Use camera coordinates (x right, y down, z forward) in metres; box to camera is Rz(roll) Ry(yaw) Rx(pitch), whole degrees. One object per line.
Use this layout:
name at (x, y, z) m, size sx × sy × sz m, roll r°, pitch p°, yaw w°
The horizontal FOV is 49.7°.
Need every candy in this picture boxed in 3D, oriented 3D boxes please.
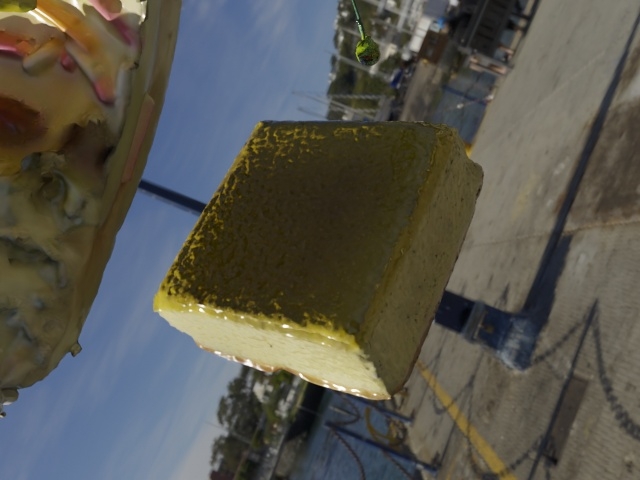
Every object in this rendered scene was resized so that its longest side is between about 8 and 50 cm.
candy at (0.057, -0.310, 0.991) m, size 0.035 × 0.035 × 0.123 m, roll -17°, pitch -89°, yaw -72°

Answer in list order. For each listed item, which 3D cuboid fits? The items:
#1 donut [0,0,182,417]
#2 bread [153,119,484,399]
donut at (-0.166, -0.114, 0.356) m, size 0.371 × 0.150 × 0.307 m, roll 110°, pitch 173°, yaw -47°
bread at (0.000, 0.000, 0.867) m, size 0.333 × 0.323 × 0.143 m, roll -62°, pitch -38°, yaw -26°
